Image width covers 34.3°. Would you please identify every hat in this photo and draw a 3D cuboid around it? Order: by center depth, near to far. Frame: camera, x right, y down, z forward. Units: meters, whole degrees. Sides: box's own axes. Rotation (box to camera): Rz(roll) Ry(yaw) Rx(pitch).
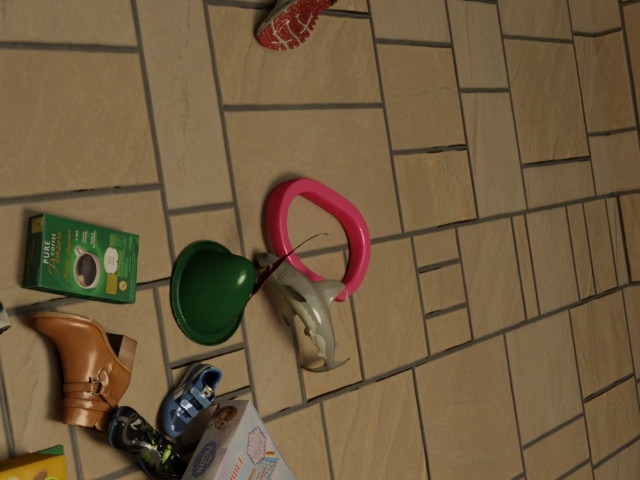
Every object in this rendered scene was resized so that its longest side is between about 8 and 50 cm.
[{"bbox_3d":[-0.122,0.069,1.726,0.173,0.183,0.208,27,64,-45],"label":"hat"}]

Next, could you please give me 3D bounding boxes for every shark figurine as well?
[{"bbox_3d":[0.004,0.131,1.867,0.116,0.166,0.278,-36,110,-22],"label":"shark figurine"}]

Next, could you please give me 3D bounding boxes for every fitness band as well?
[{"bbox_3d":[0.000,0.000,1.990,0.291,0.054,0.209,31,61,-45],"label":"fitness band"}]

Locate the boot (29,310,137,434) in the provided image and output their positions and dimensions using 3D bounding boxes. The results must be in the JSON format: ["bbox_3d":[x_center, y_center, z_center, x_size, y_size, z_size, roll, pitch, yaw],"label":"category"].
[{"bbox_3d":[-0.356,0.193,1.515,0.197,0.073,0.152,31,65,-41],"label":"boot"}]

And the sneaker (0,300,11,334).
[{"bbox_3d":[-0.529,0.112,1.319,0.275,0.107,0.110,-21,81,-55],"label":"sneaker"}]

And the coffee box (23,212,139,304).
[{"bbox_3d":[-0.357,0.030,1.562,0.184,0.040,0.113,14,73,-49],"label":"coffee box"}]

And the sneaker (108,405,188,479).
[{"bbox_3d":[-0.259,0.310,1.583,0.188,0.078,0.067,58,44,-44],"label":"sneaker"}]

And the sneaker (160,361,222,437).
[{"bbox_3d":[-0.210,0.257,1.689,0.053,0.059,0.144,54,48,-33],"label":"sneaker"}]

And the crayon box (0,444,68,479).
[{"bbox_3d":[-0.437,0.405,1.371,0.323,0.083,0.203,-7,90,-51],"label":"crayon box"}]

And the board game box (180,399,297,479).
[{"bbox_3d":[-0.133,0.480,1.674,0.318,0.066,0.319,65,33,-34],"label":"board game box"}]

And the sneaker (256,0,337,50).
[{"bbox_3d":[-0.049,-0.447,1.990,0.225,0.092,0.088,-49,142,-26],"label":"sneaker"}]
